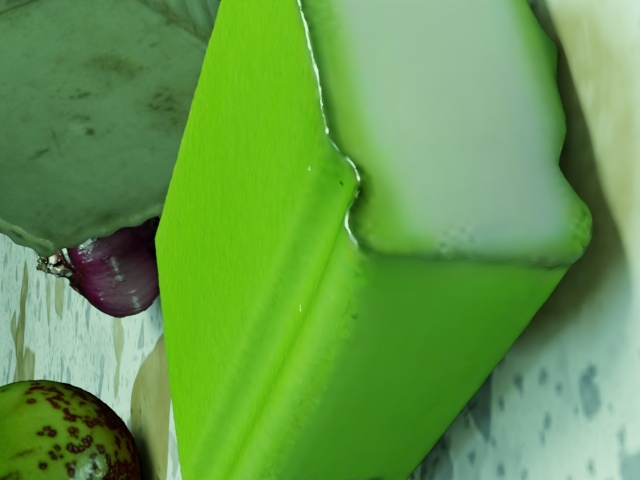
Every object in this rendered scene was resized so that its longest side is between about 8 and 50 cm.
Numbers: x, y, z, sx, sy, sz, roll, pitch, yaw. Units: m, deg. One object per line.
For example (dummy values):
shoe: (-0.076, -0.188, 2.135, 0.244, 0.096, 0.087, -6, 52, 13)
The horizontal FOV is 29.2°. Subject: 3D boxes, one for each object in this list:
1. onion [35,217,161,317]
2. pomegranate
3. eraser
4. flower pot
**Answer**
onion: (-0.170, 0.007, 0.957, 0.115, 0.104, 0.115, 168, 90, -79)
pomegranate: (-0.222, 0.235, 0.976, 0.248, 0.214, 0.214, 51, 150, 5)
eraser: (0.000, 0.000, 0.524, 0.274, 0.092, 0.210, 118, 147, -51)
flower pot: (-0.180, -0.134, 0.847, 0.190, 0.209, 0.239, -109, 31, -44)
